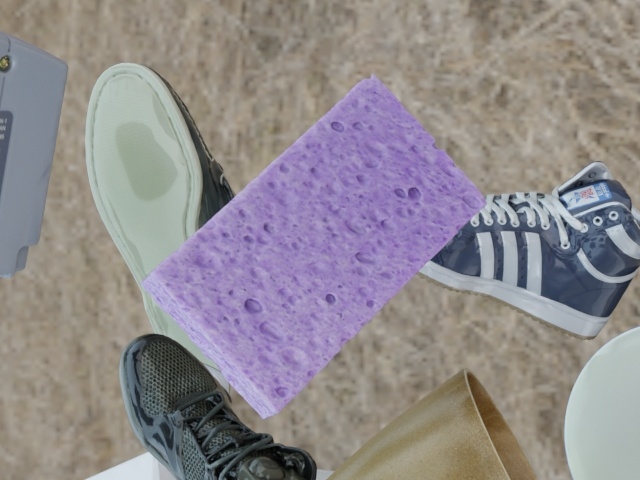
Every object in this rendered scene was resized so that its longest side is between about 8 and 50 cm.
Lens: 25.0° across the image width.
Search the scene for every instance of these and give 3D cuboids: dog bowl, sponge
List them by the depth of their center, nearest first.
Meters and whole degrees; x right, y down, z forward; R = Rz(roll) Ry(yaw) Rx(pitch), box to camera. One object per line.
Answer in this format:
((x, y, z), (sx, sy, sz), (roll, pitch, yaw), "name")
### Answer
((0.000, 0.000, 0.923), (0.117, 0.210, 0.031), (47, 156, -1), "sponge")
((0.413, 0.221, 1.628), (0.265, 0.104, 0.264), (-3, 84, 37), "dog bowl")

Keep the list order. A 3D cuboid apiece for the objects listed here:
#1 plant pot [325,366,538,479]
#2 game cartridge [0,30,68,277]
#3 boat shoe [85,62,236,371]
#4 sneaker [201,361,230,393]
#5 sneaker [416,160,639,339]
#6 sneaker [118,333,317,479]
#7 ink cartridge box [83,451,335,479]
((0.089, 0.287, 1.437), (0.254, 0.237, 0.237), (-28, 57, 8), "plant pot")
((-0.301, -0.056, 0.962), (0.062, 0.297, 0.198), (19, 107, 34), "game cartridge")
((-0.135, -0.025, 1.473), (0.127, 0.113, 0.340), (-15, 104, 27), "boat shoe")
((-0.151, 0.132, 1.361), (0.118, 0.067, 0.042), (14, 112, 30), "sneaker")
((0.188, -0.018, 1.362), (0.153, 0.282, 0.099), (-56, 25, 27), "sneaker")
((-0.071, 0.156, 1.102), (0.227, 0.087, 0.130), (62, 145, 15), "sneaker")
((-0.139, 0.409, 1.938), (0.285, 0.395, 0.166), (-29, 57, 41), "ink cartridge box")
